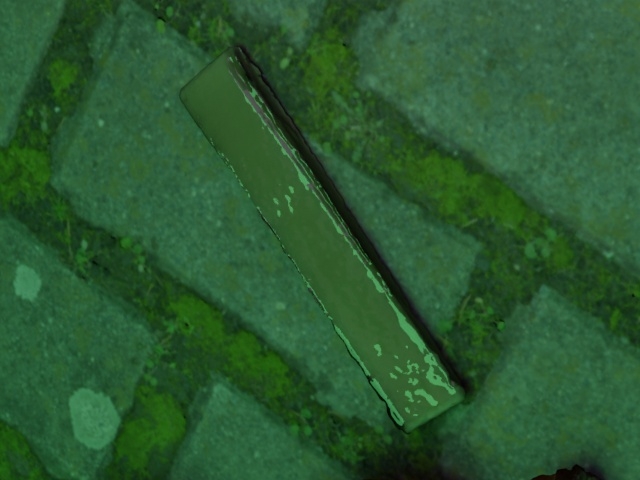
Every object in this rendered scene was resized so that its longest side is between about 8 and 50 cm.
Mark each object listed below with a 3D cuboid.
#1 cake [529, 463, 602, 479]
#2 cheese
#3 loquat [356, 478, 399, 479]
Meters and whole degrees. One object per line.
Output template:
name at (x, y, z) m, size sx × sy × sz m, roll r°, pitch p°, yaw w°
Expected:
cake at (0.271, 0.315, 1.752) m, size 0.098 × 0.135 × 0.287 m, roll -34°, pitch 106°, yaw 28°
cheese at (0.002, -0.001, 1.840) m, size 0.085 × 0.034 × 0.400 m, roll -37°, pitch 85°, yaw 28°
loquat at (0.060, 0.347, 1.774) m, size 0.263 × 0.263 × 0.263 m, roll 9°, pitch 108°, yaw 28°
